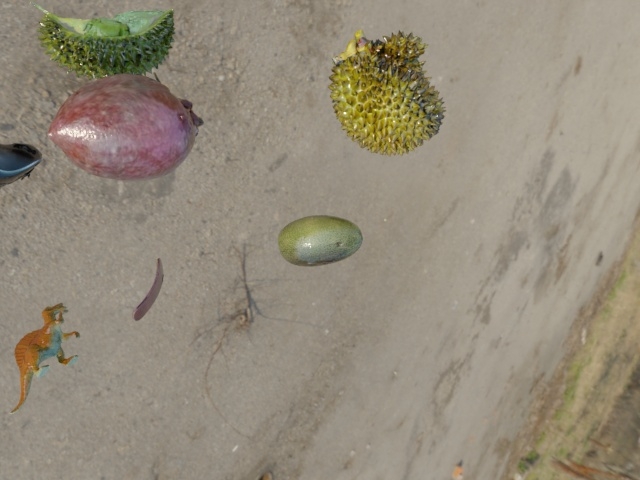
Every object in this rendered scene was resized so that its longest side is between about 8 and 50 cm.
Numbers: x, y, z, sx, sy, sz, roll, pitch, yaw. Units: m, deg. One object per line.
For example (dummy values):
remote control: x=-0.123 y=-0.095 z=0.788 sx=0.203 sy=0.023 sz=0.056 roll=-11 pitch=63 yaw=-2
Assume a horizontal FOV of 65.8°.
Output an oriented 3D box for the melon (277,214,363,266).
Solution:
melon: x=0.000 y=0.000 z=0.940 sx=0.162 sy=0.099 sz=0.099 roll=-8 pitch=126 yaw=1

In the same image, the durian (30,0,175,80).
durian: x=-0.565 y=-0.525 z=1.314 sx=0.356 sy=0.169 sz=0.157 roll=-4 pitch=161 yaw=-11

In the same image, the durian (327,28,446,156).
durian: x=0.133 y=-0.296 z=1.030 sx=0.293 sy=0.258 sz=0.258 roll=-11 pitch=119 yaw=-69

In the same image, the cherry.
cherry: x=-0.324 y=-0.184 z=0.812 sx=0.175 sy=0.192 sz=0.250 roll=-50 pitch=167 yaw=34

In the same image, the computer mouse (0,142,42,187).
computer mouse: x=-0.790 y=-0.177 z=1.205 sx=0.233 sy=0.137 sz=0.096 roll=-23 pitch=96 yaw=-64

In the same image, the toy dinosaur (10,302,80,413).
toy dinosaur: x=-0.583 y=0.226 z=1.011 sx=0.212 sy=0.142 sz=0.057 roll=-47 pitch=152 yaw=-33

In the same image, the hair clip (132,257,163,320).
hair clip: x=-0.346 y=0.101 z=1.013 sx=0.054 sy=0.022 sz=0.137 roll=106 pitch=-1 yaw=-57
